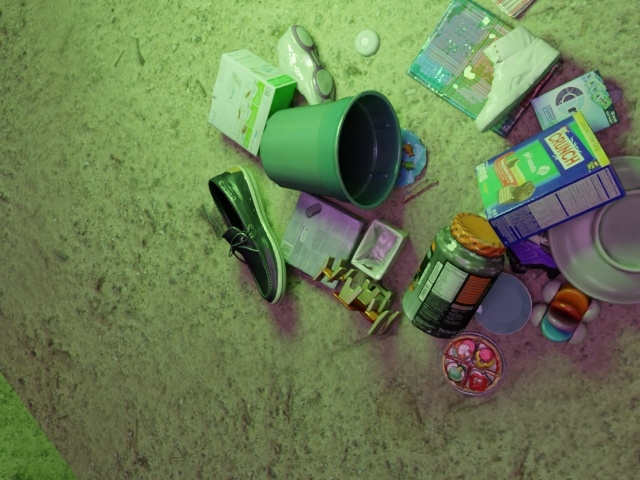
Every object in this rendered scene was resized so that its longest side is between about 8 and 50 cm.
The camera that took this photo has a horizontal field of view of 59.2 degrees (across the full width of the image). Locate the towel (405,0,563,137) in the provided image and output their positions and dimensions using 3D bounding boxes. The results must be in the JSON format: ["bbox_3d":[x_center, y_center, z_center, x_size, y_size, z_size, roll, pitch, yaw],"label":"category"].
[{"bbox_3d":[0.469,-0.511,1.654,0.370,0.040,0.271,39,110,14],"label":"towel"}]

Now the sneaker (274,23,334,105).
[{"bbox_3d":[-0.054,-0.543,1.855,0.152,0.114,0.305,-24,86,43],"label":"sneaker"}]

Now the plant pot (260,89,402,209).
[{"bbox_3d":[0.018,-0.276,1.716,0.334,0.341,0.341,9,100,37],"label":"plant pot"}]

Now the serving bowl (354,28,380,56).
[{"bbox_3d":[0.145,-0.628,1.785,0.083,0.027,0.083,3,98,23],"label":"serving bowl"}]

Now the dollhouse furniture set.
[{"bbox_3d":[0.125,0.190,1.751,0.262,0.259,0.135,42,105,29],"label":"dollhouse furniture set"}]

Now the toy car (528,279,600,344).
[{"bbox_3d":[0.685,0.210,1.587,0.159,0.136,0.182,28,108,18],"label":"toy car"}]

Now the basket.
[{"bbox_3d":[0.194,0.025,1.797,0.113,0.103,0.167,33,107,17],"label":"basket"}]

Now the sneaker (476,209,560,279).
[{"bbox_3d":[0.571,0.021,1.634,0.293,0.102,0.146,28,115,18],"label":"sneaker"}]

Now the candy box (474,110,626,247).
[{"bbox_3d":[0.591,-0.162,1.492,0.317,0.268,0.122,-27,122,25],"label":"candy box"}]

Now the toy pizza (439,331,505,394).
[{"bbox_3d":[0.470,0.387,1.758,0.201,0.032,0.201,3,97,23],"label":"toy pizza"}]

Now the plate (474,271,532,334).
[{"bbox_3d":[0.542,0.188,1.691,0.188,0.024,0.188,3,95,39],"label":"plate"}]

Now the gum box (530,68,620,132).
[{"bbox_3d":[0.699,-0.359,1.556,0.184,0.041,0.157,-24,97,24],"label":"gum box"}]

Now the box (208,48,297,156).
[{"bbox_3d":[-0.233,-0.456,1.868,0.231,0.126,0.262,36,130,17],"label":"box"}]

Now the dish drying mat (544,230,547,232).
[{"bbox_3d":[0.647,-0.025,1.649,0.083,0.008,0.032,13,102,21],"label":"dish drying mat"}]

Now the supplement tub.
[{"bbox_3d":[0.389,0.101,1.625,0.207,0.207,0.338,33,123,17],"label":"supplement tub"}]

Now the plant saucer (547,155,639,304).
[{"bbox_3d":[0.813,-0.025,1.475,0.400,0.100,0.401,0,93,8],"label":"plant saucer"}]

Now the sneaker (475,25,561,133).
[{"bbox_3d":[0.503,-0.455,1.579,0.169,0.108,0.292,45,100,12],"label":"sneaker"}]

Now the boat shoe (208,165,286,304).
[{"bbox_3d":[-0.254,-0.012,1.926,0.186,0.156,0.501,-29,79,58],"label":"boat shoe"}]

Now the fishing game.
[{"bbox_3d":[0.244,-0.260,1.779,0.189,0.041,0.264,-36,82,25],"label":"fishing game"}]

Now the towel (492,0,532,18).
[{"bbox_3d":[0.534,-0.749,1.604,0.144,0.029,0.197,-45,78,20],"label":"towel"}]

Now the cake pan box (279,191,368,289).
[{"bbox_3d":[0.000,0.000,1.898,0.245,0.070,0.267,28,106,20],"label":"cake pan box"}]
